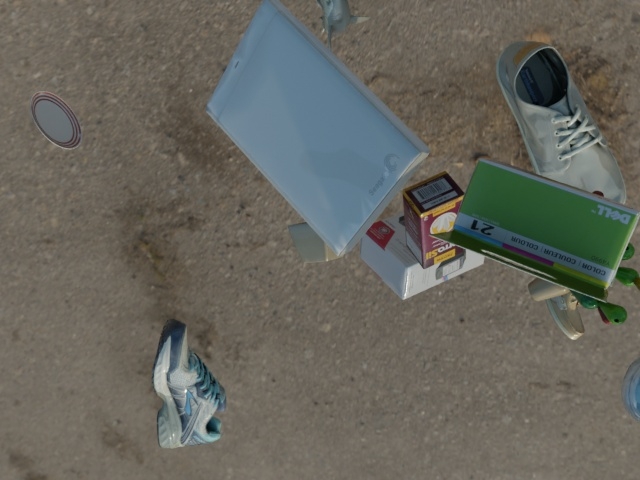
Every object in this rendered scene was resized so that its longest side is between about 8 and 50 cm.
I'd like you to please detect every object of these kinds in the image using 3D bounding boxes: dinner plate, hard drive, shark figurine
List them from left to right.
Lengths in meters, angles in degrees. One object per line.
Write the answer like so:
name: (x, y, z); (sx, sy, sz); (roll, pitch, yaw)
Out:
dinner plate: (-0.581, -0.261, 1.509); (0.017, 0.141, 0.141); (-23, 115, 21)
hard drive: (-0.017, -0.156, 0.960); (0.307, 0.040, 0.203); (48, 126, 15)
shark figurine: (0.052, -0.514, 1.566); (0.116, 0.278, 0.166); (-9, 109, -2)

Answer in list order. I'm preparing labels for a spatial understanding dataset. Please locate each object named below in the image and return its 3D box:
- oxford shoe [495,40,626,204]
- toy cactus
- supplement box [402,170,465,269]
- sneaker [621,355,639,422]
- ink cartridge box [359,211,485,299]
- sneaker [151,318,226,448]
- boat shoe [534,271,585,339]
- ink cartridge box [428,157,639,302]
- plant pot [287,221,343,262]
oxford shoe: (0.533, -0.237, 1.509); (0.169, 0.130, 0.449); (-33, 98, -4)
toy cactus: (0.421, 0.045, 1.106); (0.112, 0.219, 0.180); (10, 147, -41)
supplement box: (0.237, -0.039, 1.437); (0.104, 0.081, 0.188); (-24, 141, -8)
sneaker: (0.591, 0.229, 0.933); (0.319, 0.208, 0.127); (12, 87, -20)
ink cartridge box: (0.301, 0.016, 2.033); (0.306, 0.226, 0.131); (-23, 133, -25)
sneaker: (-0.227, 0.253, 1.229); (0.122, 0.110, 0.283); (2, 124, -1)
boat shoe: (0.449, 0.097, 1.269); (0.059, 0.063, 0.170); (-30, 78, 40)
ink cartridge box: (0.249, -0.021, 0.772); (0.188, 0.255, 0.097); (23, 102, 19)
plant pot: (0.000, 0.000, 1.650); (0.109, 0.109, 0.096); (-5, 95, 35)
